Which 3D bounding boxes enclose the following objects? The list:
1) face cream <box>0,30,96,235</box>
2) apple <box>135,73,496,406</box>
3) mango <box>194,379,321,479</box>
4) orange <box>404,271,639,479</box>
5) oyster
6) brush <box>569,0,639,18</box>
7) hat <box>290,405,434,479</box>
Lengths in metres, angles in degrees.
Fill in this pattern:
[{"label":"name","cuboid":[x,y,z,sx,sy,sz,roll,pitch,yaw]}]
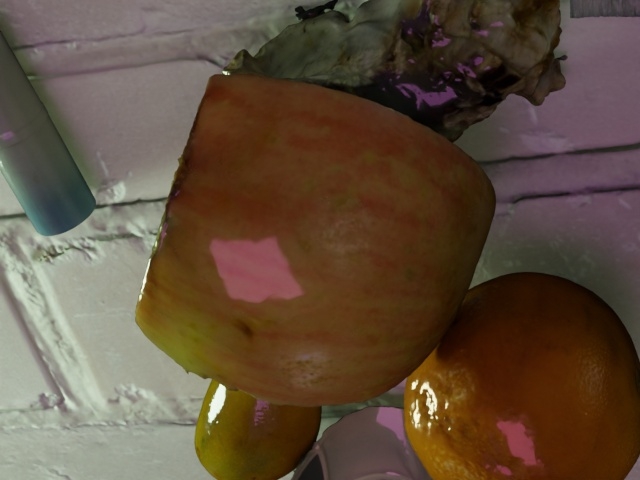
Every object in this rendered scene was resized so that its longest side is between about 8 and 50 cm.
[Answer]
[{"label":"face cream","cuboid":[-0.327,-0.123,1.982,0.077,0.077,0.250,-11,122,26]},{"label":"apple","cuboid":[0.000,0.000,1.789,0.309,0.252,0.314,18,106,-1]},{"label":"mango","cuboid":[-0.061,0.186,2.124,0.138,0.113,0.253,31,126,10]},{"label":"orange","cuboid":[0.217,0.161,1.910,0.261,0.261,0.261,9,130,11]},{"label":"oyster","cuboid":[0.065,-0.176,1.773,0.337,0.133,0.197,-4,122,19]},{"label":"brush","cuboid":[0.258,-0.293,1.693,0.083,0.011,0.205,1,127,19]},{"label":"hat","cuboid":[0.068,0.318,2.165,0.232,0.161,0.275,-1,114,3]}]
